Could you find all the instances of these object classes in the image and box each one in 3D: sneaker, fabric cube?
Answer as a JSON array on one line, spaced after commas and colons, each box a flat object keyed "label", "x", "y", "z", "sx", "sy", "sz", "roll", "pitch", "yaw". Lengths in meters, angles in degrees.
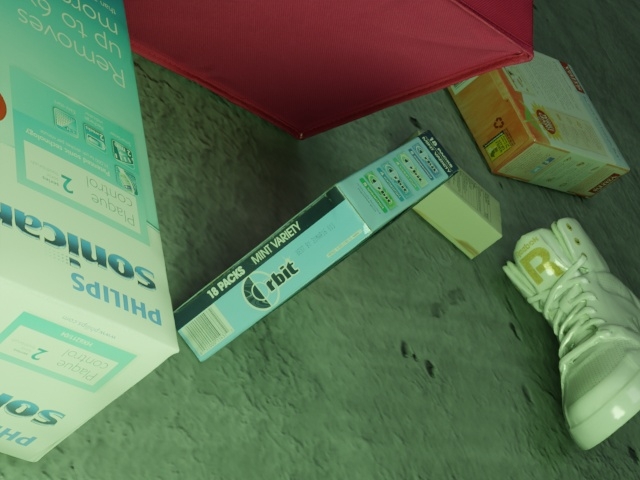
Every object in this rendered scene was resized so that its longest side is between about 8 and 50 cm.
[{"label": "sneaker", "x": 0.225, "y": 0.073, "z": 1.338, "sx": 0.169, "sy": 0.108, "sz": 0.292, "roll": 49, "pitch": 17, "yaw": -1}, {"label": "fabric cube", "x": -0.001, "y": -0.266, "z": 1.145, "sx": 0.259, "sy": 0.254, "sz": 0.258, "roll": 26, "pitch": 59, "yaw": -42}]

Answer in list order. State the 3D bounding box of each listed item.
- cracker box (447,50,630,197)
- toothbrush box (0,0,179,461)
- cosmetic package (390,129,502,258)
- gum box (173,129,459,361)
[{"label": "cracker box", "x": 0.238, "y": -0.139, "z": 1.649, "sx": 0.232, "sy": 0.067, "sz": 0.155, "roll": 9, "pitch": 50, "yaw": -52}, {"label": "toothbrush box", "x": -0.211, "y": -0.057, "z": 0.787, "sx": 0.216, "sy": 0.126, "sz": 0.295, "roll": 28, "pitch": 36, "yaw": -38}, {"label": "cosmetic package", "x": 0.115, "y": -0.042, "z": 1.365, "sx": 0.115, "sy": 0.041, "sz": 0.060, "roll": 40, "pitch": 28, "yaw": -21}, {"label": "gum box", "x": 0.000, "y": 0.000, "z": 1.007, "sx": 0.041, "sy": 0.157, "sz": 0.184, "roll": 53, "pitch": 26, "yaw": 1}]
